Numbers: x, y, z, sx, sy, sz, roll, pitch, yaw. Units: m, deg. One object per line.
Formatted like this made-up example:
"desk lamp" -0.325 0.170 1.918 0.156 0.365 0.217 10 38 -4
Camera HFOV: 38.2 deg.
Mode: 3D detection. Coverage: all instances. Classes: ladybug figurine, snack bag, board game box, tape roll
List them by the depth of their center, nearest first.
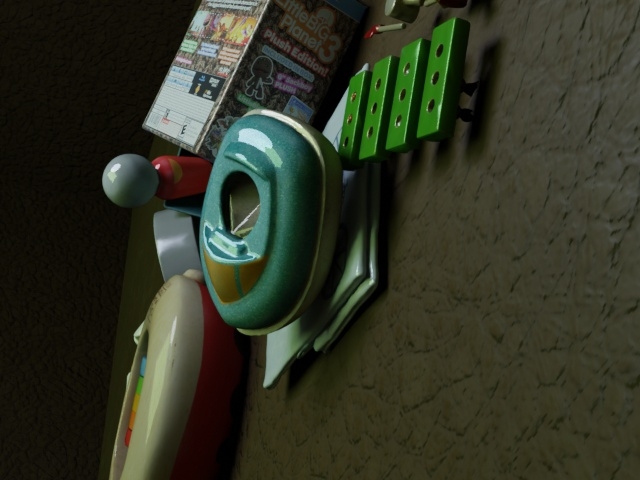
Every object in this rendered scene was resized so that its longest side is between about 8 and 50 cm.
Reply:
"snack bag" 0.000 0.000 1.178 0.342 0.037 0.323 125 154 -50
"board game box" -0.102 -0.246 1.331 0.232 0.141 0.291 29 94 57
"ladybug figurine" -0.229 0.272 1.505 0.305 0.162 0.449 -155 78 -74
"tape roll" -0.240 0.044 1.696 0.219 0.072 0.219 166 90 -90

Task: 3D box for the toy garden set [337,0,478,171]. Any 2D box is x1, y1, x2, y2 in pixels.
"toy garden set" 0.099 -0.183 0.952 0.244 0.049 0.204 171 110 -69

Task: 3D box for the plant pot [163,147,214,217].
"plant pot" -0.180 -0.158 1.695 0.234 0.165 0.166 -101 29 -63

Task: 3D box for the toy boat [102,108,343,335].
"toy boat" -0.119 -0.033 1.082 0.318 0.148 0.267 26 114 41

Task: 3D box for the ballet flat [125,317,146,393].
"ballet flat" -0.309 0.234 1.796 0.147 0.147 0.409 130 149 -57
